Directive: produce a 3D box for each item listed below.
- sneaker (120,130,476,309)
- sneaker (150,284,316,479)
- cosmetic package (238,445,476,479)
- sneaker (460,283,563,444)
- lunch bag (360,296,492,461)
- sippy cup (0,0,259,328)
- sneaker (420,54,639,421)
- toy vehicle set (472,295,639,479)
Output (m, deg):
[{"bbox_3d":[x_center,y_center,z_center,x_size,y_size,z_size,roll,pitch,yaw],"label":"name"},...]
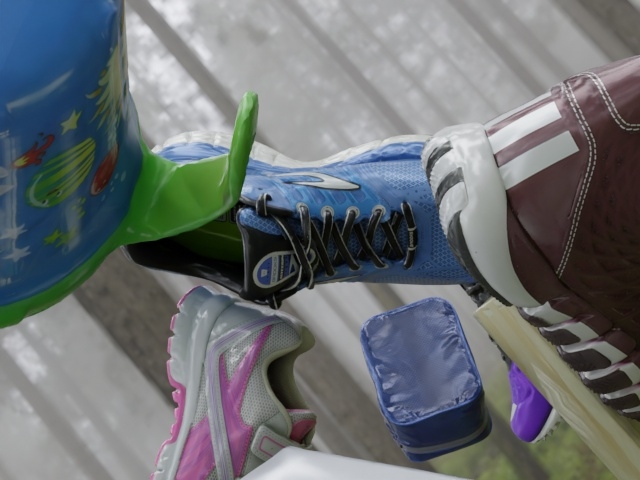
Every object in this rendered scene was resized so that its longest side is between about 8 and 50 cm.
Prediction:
[{"bbox_3d":[0.000,0.000,0.993,0.147,0.330,0.129,-65,-27,-58],"label":"sneaker"},{"bbox_3d":[-0.062,0.163,1.021,0.111,0.252,0.103,3,-3,17],"label":"sneaker"},{"bbox_3d":[0.077,0.330,0.563,0.161,0.453,0.230,-32,16,-31],"label":"cosmetic package"},{"bbox_3d":[0.206,0.063,1.333,0.102,0.146,0.293,-56,-23,-66],"label":"sneaker"},{"bbox_3d":[0.068,0.089,0.846,0.067,0.098,0.065,-17,-38,2],"label":"lunch bag"},{"bbox_3d":[-0.202,-0.091,0.717,0.305,0.240,0.224,-19,-15,-22],"label":"sippy cup"},{"bbox_3d":[0.183,-0.003,0.654,0.162,0.106,0.281,-31,-35,20],"label":"sneaker"},{"bbox_3d":[0.238,0.034,0.847,0.267,0.166,0.035,-37,-6,-35],"label":"toy vehicle set"}]
